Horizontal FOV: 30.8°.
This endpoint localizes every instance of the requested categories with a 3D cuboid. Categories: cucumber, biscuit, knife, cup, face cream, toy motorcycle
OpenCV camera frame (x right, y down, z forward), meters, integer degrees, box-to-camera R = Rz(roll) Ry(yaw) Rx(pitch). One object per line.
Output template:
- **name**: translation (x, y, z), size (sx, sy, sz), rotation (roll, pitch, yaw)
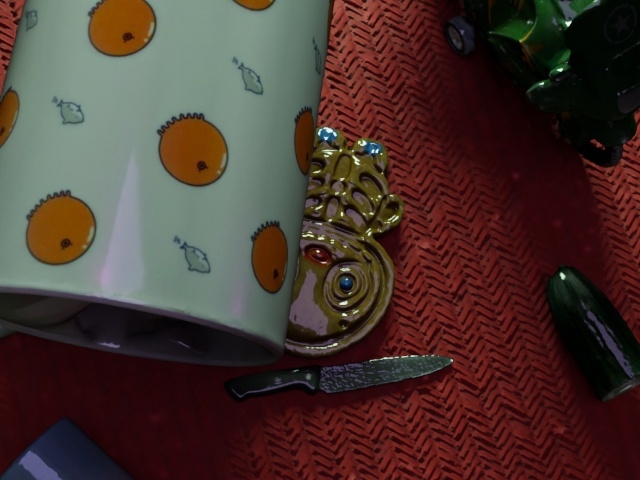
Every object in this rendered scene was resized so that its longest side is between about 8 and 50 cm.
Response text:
- **cucumber**: translation (0.199, 0.066, 0.855), size (0.048, 0.048, 0.105), rotation (-30, 80, -11)
- **biscuit**: translation (0.000, 0.000, 0.860), size (0.124, 0.026, 0.175), rotation (15, 77, -3)
- **knife**: translation (0.015, 0.099, 0.848), size (0.170, 0.010, 0.023), rotation (-7, 78, -9)
- **cup**: translation (-0.105, -0.092, 0.774), size (0.212, 0.212, 0.317), rotation (10, 77, -3)
- **face cream**: translation (-0.106, 0.229, 0.773), size (0.250, 0.077, 0.077), rotation (43, 77, 4)
- **toy motorcycle**: translation (0.150, -0.182, 0.833), size (0.125, 0.187, 0.274), rotation (-31, 81, -11)

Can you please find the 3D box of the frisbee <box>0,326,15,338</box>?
- **frisbee**: translation (-0.245, 0.018, 0.837), size (0.110, 0.014, 0.110), rotation (1, 77, -5)
